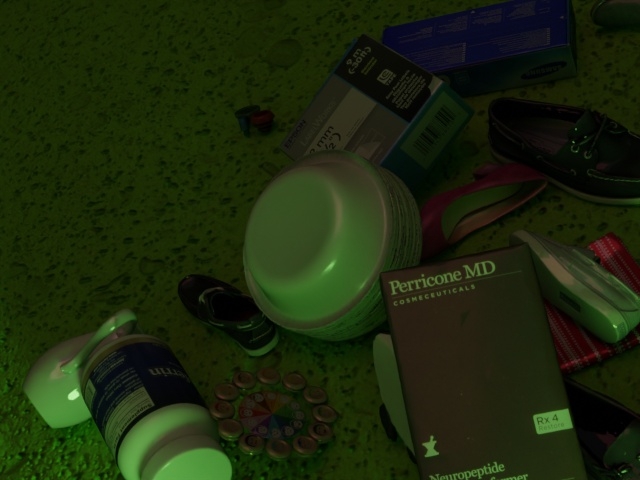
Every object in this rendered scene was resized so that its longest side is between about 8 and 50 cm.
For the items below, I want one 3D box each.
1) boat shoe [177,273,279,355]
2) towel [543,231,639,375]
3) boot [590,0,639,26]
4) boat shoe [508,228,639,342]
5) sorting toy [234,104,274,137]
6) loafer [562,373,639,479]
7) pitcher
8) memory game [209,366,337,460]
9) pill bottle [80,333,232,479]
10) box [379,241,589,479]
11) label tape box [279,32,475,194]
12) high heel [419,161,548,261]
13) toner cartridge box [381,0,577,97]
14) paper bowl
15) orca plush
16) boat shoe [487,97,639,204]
[{"bbox_3d":[-0.156,0.100,1.789,0.084,0.079,0.233,-45,43,-16],"label":"boat shoe"},{"bbox_3d":[0.333,0.105,1.570,0.274,0.031,0.199,-24,43,3],"label":"towel"},{"bbox_3d":[0.567,-0.351,1.879,0.189,0.076,0.209,-16,50,15],"label":"boot"},{"bbox_3d":[0.357,0.051,1.542,0.081,0.079,0.227,-30,49,-18],"label":"boat shoe"},{"bbox_3d":[-0.126,-0.225,2.128,0.061,0.042,0.102,-28,27,-23],"label":"sorting toy"},{"bbox_3d":[0.355,0.249,1.367,0.109,0.095,0.302,-43,44,-17],"label":"loafer"},{"bbox_3d":[-0.361,0.190,1.733,0.207,0.178,0.125,-37,70,-13],"label":"pitcher"},{"bbox_3d":[-0.067,0.242,1.582,0.186,0.012,0.186,8,34,-5],"label":"memory game"},{"bbox_3d":[-0.237,0.266,1.609,0.153,0.153,0.265,-34,43,-8],"label":"pill bottle"},{"bbox_3d":[0.200,0.212,1.325,0.191,0.143,0.382,-13,69,3],"label":"box"},{"bbox_3d":[0.060,-0.210,1.898,0.249,0.115,0.347,-53,46,5],"label":"label tape box"},{"bbox_3d":[0.241,-0.039,1.722,0.244,0.082,0.117,-36,31,-28],"label":"high heel"},{"bbox_3d":[0.280,-0.340,2.001,0.347,0.075,0.165,-8,46,20],"label":"toner cartridge box"},{"bbox_3d":[0.000,0.000,1.674,0.284,0.148,0.284,-15,65,35],"label":"paper bowl"},{"bbox_3d":[0.169,0.235,1.474,0.102,0.151,0.287,-5,37,-28],"label":"orca plush"},{"bbox_3d":[0.399,-0.155,1.729,0.127,0.113,0.340,-44,45,-19],"label":"boat shoe"}]
